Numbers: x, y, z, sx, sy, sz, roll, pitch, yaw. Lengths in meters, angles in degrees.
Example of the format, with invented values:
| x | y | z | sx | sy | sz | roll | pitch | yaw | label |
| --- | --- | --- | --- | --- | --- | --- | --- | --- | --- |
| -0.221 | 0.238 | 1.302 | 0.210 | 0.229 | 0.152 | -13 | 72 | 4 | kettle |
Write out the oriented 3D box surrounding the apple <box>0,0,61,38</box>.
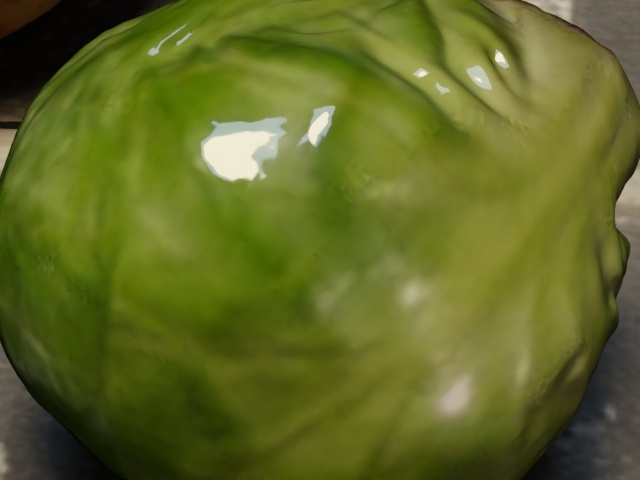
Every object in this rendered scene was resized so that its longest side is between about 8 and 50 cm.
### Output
| x | y | z | sx | sy | sz | roll | pitch | yaw | label |
| --- | --- | --- | --- | --- | --- | --- | --- | --- | --- |
| -0.237 | -0.287 | 0.923 | 0.400 | 0.334 | 0.400 | 10 | 41 | -9 | apple |

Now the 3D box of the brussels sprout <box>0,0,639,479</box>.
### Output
| x | y | z | sx | sy | sz | roll | pitch | yaw | label |
| --- | --- | --- | --- | --- | --- | --- | --- | --- | --- |
| 0.000 | 0.000 | 0.724 | 0.244 | 0.244 | 0.244 | 0 | 41 | 0 | brussels sprout |
